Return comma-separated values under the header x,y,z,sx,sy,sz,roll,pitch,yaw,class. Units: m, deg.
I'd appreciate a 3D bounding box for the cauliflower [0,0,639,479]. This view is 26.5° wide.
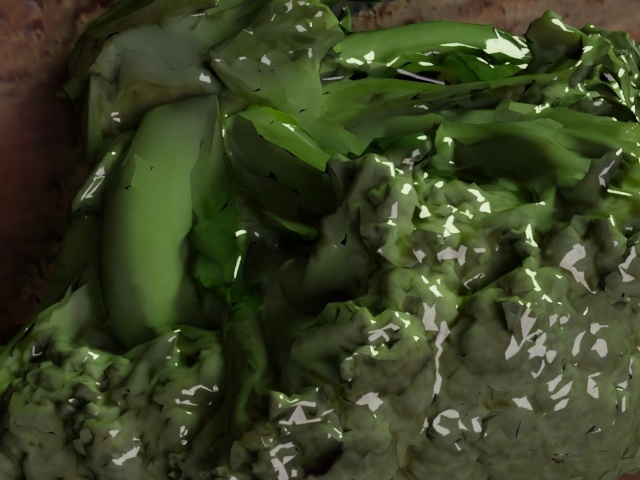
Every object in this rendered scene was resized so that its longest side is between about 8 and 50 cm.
x,y,z,sx,sy,sz,roll,pitch,yaw,class
0.000,0.000,0.470,0.275,0.272,0.250,-16,81,-43,cauliflower
